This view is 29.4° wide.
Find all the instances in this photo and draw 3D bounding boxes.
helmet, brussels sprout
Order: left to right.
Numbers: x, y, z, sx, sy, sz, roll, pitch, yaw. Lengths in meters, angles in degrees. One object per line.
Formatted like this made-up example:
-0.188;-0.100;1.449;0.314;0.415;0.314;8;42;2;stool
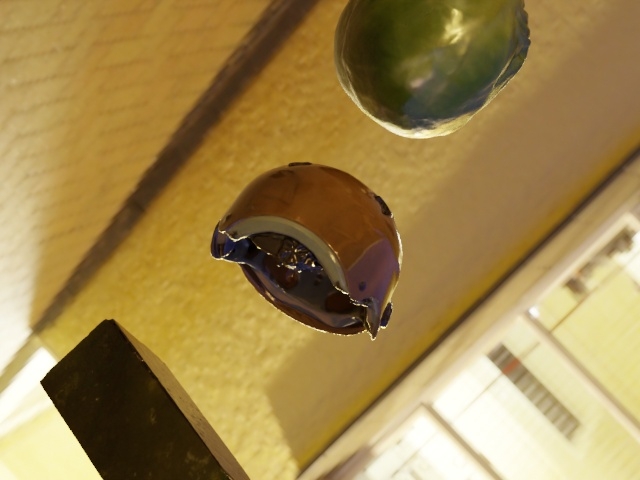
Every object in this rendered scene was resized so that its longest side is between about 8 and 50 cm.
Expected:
0.000;0.000;1.219;0.130;0.198;0.224;-57;167;-15;helmet
0.128;-0.234;1.377;0.244;0.244;0.244;-44;174;-6;brussels sprout

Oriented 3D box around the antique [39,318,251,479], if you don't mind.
-0.124;0.161;0.924;0.081;0.221;0.080;-43;136;-2;antique
